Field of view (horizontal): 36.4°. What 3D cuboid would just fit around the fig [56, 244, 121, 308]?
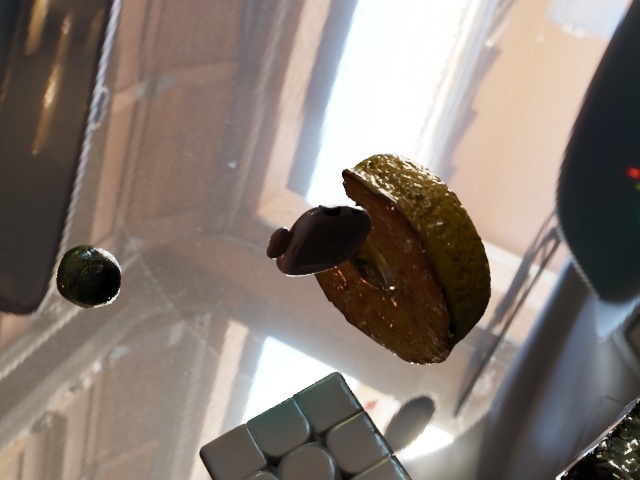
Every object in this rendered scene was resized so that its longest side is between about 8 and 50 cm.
[{"bbox_3d":[-0.444,0.077,1.889,0.123,0.123,0.156,-61,-2,-18],"label":"fig"}]

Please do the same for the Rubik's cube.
[{"bbox_3d":[-0.007,0.463,1.729,0.290,0.291,0.291,-27,-32,-12],"label":"Rubik's cube"}]

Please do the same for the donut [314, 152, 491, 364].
[{"bbox_3d":[0.159,0.044,1.833,0.163,0.377,0.435,-31,-8,-25],"label":"donut"}]

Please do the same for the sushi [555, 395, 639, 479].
[{"bbox_3d":[0.373,0.362,1.038,0.328,0.329,0.285,-20,-39,-57],"label":"sushi"}]

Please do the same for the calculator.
[{"bbox_3d":[0.000,0.000,1.166,0.166,0.024,0.103,-7,-45,-47],"label":"calculator"}]
